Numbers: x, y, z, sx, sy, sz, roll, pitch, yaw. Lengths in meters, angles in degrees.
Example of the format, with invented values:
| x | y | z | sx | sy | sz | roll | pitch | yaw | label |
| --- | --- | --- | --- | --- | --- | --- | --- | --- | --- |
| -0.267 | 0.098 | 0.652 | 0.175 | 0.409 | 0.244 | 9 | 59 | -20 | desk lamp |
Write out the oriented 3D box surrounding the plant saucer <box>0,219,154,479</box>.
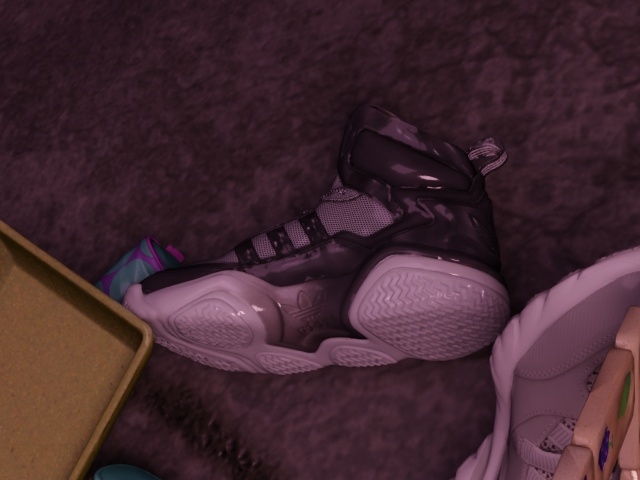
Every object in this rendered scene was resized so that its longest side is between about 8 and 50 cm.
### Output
| x | y | z | sx | sy | sz | roll | pitch | yaw | label |
| --- | --- | --- | --- | --- | --- | --- | --- | --- | --- |
| -0.203 | 0.102 | 0.974 | 0.188 | 0.045 | 0.188 | 31 | 94 | 33 | plant saucer |

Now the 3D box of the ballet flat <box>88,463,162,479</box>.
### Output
| x | y | z | sx | sy | sz | roll | pitch | yaw | label |
| --- | --- | --- | --- | --- | --- | --- | --- | --- | --- |
| -0.060 | 0.214 | 0.876 | 0.248 | 0.086 | 0.086 | 20 | 77 | 43 | ballet flat |

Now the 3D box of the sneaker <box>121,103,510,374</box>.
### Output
| x | y | z | sx | sy | sz | roll | pitch | yaw | label |
| --- | --- | --- | --- | --- | --- | --- | --- | --- | --- |
| 0.000 | 0.000 | 0.941 | 0.269 | 0.101 | 0.153 | -5 | 60 | 27 | sneaker |

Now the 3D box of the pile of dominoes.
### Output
| x | y | z | sx | sy | sz | roll | pitch | yaw | label |
| --- | --- | --- | --- | --- | --- | --- | --- | --- | --- |
| 0.136 | 0.138 | 0.549 | 0.040 | 0.251 | 0.196 | 6 | 31 | 24 | pile of dominoes |

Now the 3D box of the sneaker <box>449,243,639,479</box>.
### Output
| x | y | z | sx | sy | sz | roll | pitch | yaw | label |
| --- | --- | --- | --- | --- | --- | --- | --- | --- | --- |
| 0.141 | 0.109 | 0.699 | 0.105 | 0.281 | 0.115 | -15 | 52 | -23 | sneaker |

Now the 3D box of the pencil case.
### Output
| x | y | z | sx | sy | sz | roll | pitch | yaw | label |
| --- | --- | --- | --- | --- | --- | --- | --- | --- | --- |
| -0.157 | 0.066 | 1.033 | 0.152 | 0.064 | 0.070 | -41 | 9 | 7 | pencil case |
